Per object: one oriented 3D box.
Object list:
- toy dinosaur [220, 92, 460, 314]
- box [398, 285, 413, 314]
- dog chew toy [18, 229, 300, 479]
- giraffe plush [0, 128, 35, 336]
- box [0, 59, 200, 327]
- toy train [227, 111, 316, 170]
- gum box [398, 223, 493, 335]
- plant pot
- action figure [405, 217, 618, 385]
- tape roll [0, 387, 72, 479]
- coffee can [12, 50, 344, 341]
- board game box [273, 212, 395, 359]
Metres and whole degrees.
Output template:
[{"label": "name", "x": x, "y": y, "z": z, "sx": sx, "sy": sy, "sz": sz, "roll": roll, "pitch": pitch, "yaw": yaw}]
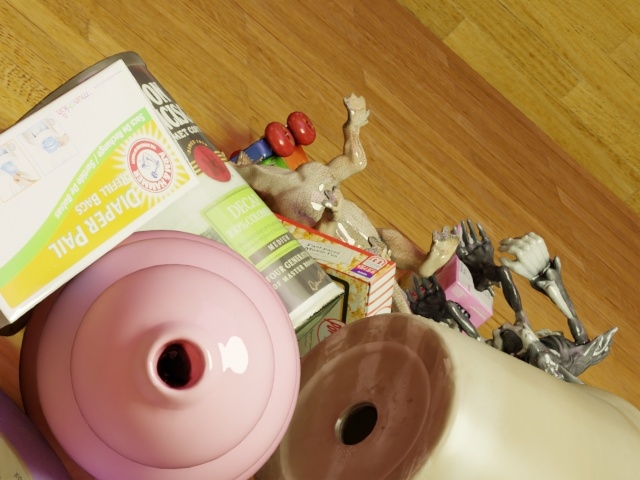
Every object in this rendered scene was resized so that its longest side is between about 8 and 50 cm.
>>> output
[{"label": "toy dinosaur", "x": 0.000, "y": 0.000, "z": 1.762, "sx": 0.296, "sy": 0.200, "sz": 0.127, "roll": 52, "pitch": 48, "yaw": -3}, {"label": "box", "x": 0.078, "y": 0.133, "z": 1.840, "sx": 0.232, "sy": 0.058, "sz": 0.322, "roll": 19, "pitch": 22, "yaw": -48}, {"label": "dog chew toy", "x": -0.107, "y": 0.089, "z": 1.282, "sx": 0.206, "sy": 0.206, "sz": 0.332, "roll": 46, "pitch": -8, "yaw": -2}, {"label": "giraffe plush", "x": -0.317, "y": -0.019, "z": 1.368, "sx": 0.170, "sy": 0.210, "sz": 0.181, "roll": 19, "pitch": 13, "yaw": 40}, {"label": "box", "x": -0.197, "y": -0.021, "z": 1.242, "sx": 0.203, "sy": 0.114, "sz": 0.103, "roll": -40, "pitch": 101, "yaw": -45}, {"label": "toy train", "x": -0.027, "y": -0.065, "z": 2.141, "sx": 0.143, "sy": 0.105, "sz": 0.248, "roll": 57, "pitch": 19, "yaw": -1}, {"label": "gum box", "x": 0.147, "y": 0.068, "z": 2.216, "sx": 0.062, "sy": 0.107, "sz": 0.188, "roll": 42, "pitch": 19, "yaw": -12}, {"label": "plant pot", "x": 0.100, "y": 0.209, "z": 1.452, "sx": 0.280, "sy": 0.323, "sz": 0.323, "roll": 43, "pitch": 18, "yaw": -37}, {"label": "action figure", "x": 0.173, "y": 0.081, "z": 1.810, "sx": 0.141, "sy": 0.164, "sz": 0.275, "roll": 51, "pitch": -3, "yaw": -31}, {"label": "tape roll", "x": -0.270, "y": 0.170, "z": 1.161, "sx": 0.275, "sy": 0.090, "sz": 0.275, "roll": 41, "pitch": 19, "yaw": -18}, {"label": "coffee can", "x": -0.143, "y": 0.007, "z": 1.580, "sx": 0.275, "sy": 0.201, "sz": 0.201, "roll": 49, "pitch": 19, "yaw": 4}, {"label": "board game box", "x": -0.029, "y": 0.057, "z": 1.690, "sx": 0.193, "sy": 0.147, "sz": 0.045, "roll": 23, "pitch": 36, "yaw": 26}]
